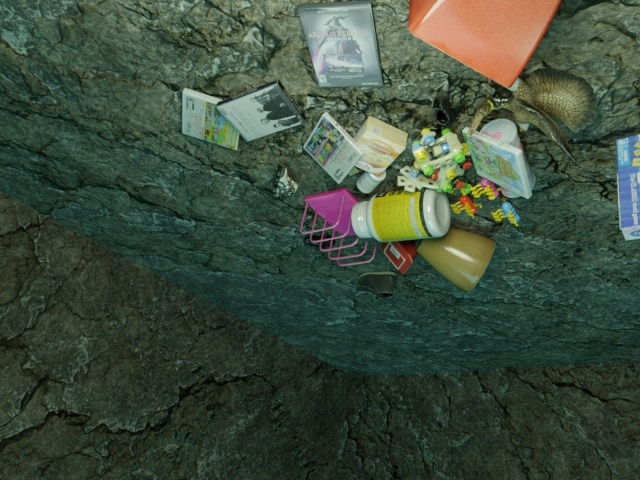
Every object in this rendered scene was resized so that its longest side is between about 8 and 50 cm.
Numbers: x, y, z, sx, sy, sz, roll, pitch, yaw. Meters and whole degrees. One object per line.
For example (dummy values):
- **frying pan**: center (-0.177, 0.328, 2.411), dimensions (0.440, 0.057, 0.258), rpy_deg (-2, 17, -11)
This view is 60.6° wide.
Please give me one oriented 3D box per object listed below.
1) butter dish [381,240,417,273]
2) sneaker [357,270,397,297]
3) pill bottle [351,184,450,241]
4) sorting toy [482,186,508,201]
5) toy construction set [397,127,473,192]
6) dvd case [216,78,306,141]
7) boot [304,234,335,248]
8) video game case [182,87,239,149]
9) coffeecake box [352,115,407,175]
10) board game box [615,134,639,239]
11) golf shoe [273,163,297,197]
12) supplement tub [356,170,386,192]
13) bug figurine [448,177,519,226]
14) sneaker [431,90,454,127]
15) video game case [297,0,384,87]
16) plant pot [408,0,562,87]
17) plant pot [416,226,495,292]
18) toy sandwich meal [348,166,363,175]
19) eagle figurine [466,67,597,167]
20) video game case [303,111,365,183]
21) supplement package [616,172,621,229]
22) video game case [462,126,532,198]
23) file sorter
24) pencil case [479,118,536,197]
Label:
- **butter dish**: center (0.352, 0.036, 2.313), dimensions (0.160, 0.118, 0.160), rpy_deg (53, 158, 16)
- **sneaker**: center (0.264, 0.220, 2.663), dimensions (0.222, 0.118, 0.083), rpy_deg (-13, 142, 40)
- **pill bottle**: center (0.291, -0.092, 2.019), dimensions (0.334, 0.188, 0.188), rpy_deg (-6, 146, 34)
- **sorting toy**: center (0.615, -0.154, 1.920), dimensions (0.102, 0.042, 0.061), rpy_deg (-11, 143, 38)
- **toy construction set**: center (0.365, -0.236, 1.766), dimensions (0.215, 0.151, 0.328), rpy_deg (-14, 165, -9)
- **dvd case**: center (-0.192, -0.418, 1.789), dimensions (0.238, 0.030, 0.179), rpy_deg (-12, 143, 27)
- **boot**: center (0.000, 0.000, 2.465), dimensions (0.121, 0.045, 0.099), rpy_deg (23, 153, -30)
- **video game case**: center (-0.378, -0.417, 1.907), dimensions (0.206, 0.026, 0.227), rpy_deg (17, 150, -6)
- **coffeecake box**: center (0.178, -0.308, 1.812), dimensions (0.142, 0.068, 0.185), rpy_deg (21, 151, -13)
- **board game box**: center (0.971, -0.169, 1.453), dimensions (0.318, 0.319, 0.066), rpy_deg (-10, 143, 35)
- **golf shoe**: center (-0.130, -0.229, 2.096), dimensions (0.094, 0.077, 0.198), rpy_deg (5, 159, -7)
- **supplement tub**: center (0.182, -0.222, 1.960), dimensions (0.071, 0.071, 0.107), rpy_deg (22, 150, -14)
- **bug figurine**: center (0.554, -0.141, 1.879), dimensions (0.216, 0.072, 0.279), rpy_deg (49, 164, -31)
- **sneaker**: center (0.357, -0.367, 1.605), dimensions (0.051, 0.089, 0.170), rpy_deg (1, 149, 22)
- **video game case**: center (0.063, -0.531, 1.510), dimensions (0.196, 0.026, 0.274), rpy_deg (4, 151, 17)
- **plant pot**: center (0.362, -0.536, 1.150), dimensions (0.267, 0.267, 0.236), rpy_deg (23, 139, -16)
- **plant pot**: center (0.516, 0.047, 2.164), dimensions (0.254, 0.237, 0.237), rpy_deg (27, 152, 4)
- **toy sandwich meal**: center (0.121, -0.264, 1.954), dimensions (0.085, 0.029, 0.085), rpy_deg (11, 151, 6)
- **eagle figurine**: center (0.572, -0.341, 1.443), dimensions (0.298, 0.226, 0.225), rpy_deg (20, -164, 21)
- **video game case**: center (0.041, -0.306, 1.838), dimensions (0.183, 0.023, 0.201), rpy_deg (46, 149, 3)
- **supplement package**: center (1.050, -0.127, 1.680), dimensions (0.244, 0.134, 0.139), rpy_deg (-3, 147, 28)
- **video game case**: center (0.513, -0.223, 1.589), dimensions (0.193, 0.023, 0.212), rpy_deg (38, 172, 41)
- **file sorter**: center (0.081, -0.042, 2.210), dimensions (0.202, 0.182, 0.290), rpy_deg (-10, 143, 36)
- **pencil case**: center (0.578, -0.251, 1.690), dimensions (0.113, 0.124, 0.273), rpy_deg (-22, 139, 20)
